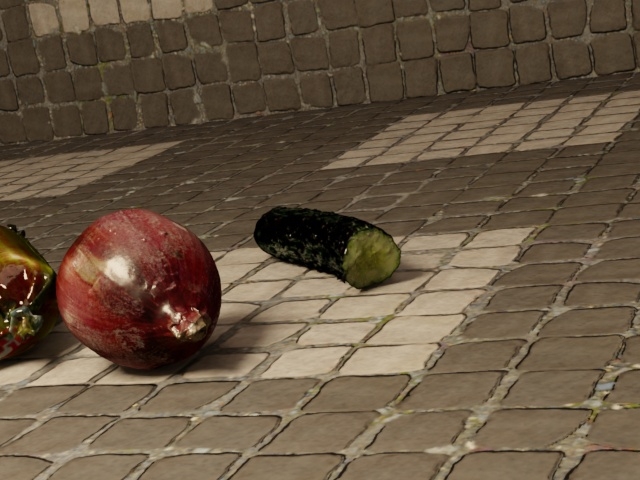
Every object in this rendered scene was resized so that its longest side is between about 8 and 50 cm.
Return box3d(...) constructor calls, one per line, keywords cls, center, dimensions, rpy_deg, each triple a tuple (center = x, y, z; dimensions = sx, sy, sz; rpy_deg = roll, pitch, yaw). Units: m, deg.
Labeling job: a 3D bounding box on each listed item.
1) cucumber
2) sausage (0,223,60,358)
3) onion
box3d(cls="cucumber", center=(0.000, 0.000, 1.569), dimensions=(0.081, 0.072, 0.303), rpy_deg=(-15, 13, -20))
box3d(cls="sausage", center=(-0.343, 0.059, 1.481), dimensions=(0.125, 0.117, 0.317), rpy_deg=(-29, 20, -16))
box3d(cls="onion", center=(-0.161, 0.057, 1.290), dimensions=(0.159, 0.160, 0.195), rpy_deg=(-17, 31, -29))
